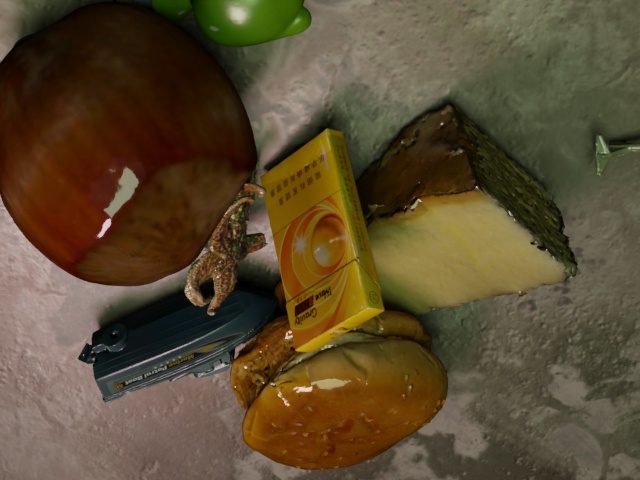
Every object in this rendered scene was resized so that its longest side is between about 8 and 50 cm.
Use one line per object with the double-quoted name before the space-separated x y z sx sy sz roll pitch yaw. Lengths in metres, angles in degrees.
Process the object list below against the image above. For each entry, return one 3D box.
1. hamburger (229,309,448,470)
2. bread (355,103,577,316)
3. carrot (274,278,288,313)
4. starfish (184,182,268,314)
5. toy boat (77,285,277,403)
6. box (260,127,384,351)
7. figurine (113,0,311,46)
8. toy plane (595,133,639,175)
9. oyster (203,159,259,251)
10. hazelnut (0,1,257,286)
"hamburger" 0.032 0.221 2.034 0.314 0.170 0.290 8 142 -31
"bread" 0.159 0.009 1.917 0.248 0.279 0.315 37 104 -22
"carrot" 0.002 0.042 1.980 0.061 0.061 0.209 27 146 -13
"starfish" -0.134 0.016 1.940 0.150 0.053 0.210 -20 135 -40
"toy boat" -0.198 0.144 2.059 0.296 0.114 0.122 -21 135 8
"box" 0.000 0.000 1.897 0.043 0.269 0.152 9 150 -41
"figurine" -0.140 -0.332 1.813 0.263 0.143 0.162 5 111 9
"toy plane" 0.528 -0.134 1.936 0.286 0.108 0.092 -1 119 14
"oyster" -0.162 -0.051 1.994 0.177 0.064 0.125 -10 103 15
"hazelnut" -0.266 -0.118 1.816 0.366 0.366 0.366 0 117 0
